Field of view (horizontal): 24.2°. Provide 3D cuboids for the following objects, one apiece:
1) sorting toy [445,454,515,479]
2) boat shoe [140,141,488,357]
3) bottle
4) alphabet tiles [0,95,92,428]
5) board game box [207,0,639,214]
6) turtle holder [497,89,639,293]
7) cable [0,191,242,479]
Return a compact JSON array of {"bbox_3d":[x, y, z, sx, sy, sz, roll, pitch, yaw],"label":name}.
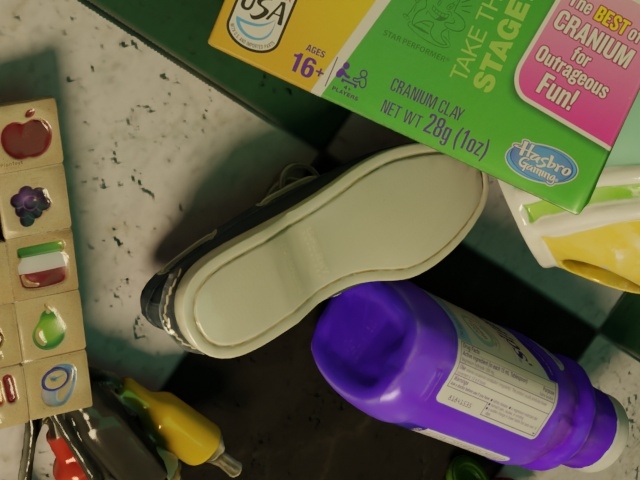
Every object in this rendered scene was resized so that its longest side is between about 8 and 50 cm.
[{"bbox_3d":[0.128,0.218,1.219,0.102,0.061,0.042,27,133,-34],"label":"sorting toy"},{"bbox_3d":[0.000,0.000,0.977,0.254,0.079,0.095,-32,114,-26],"label":"boat shoe"},{"bbox_3d":[0.123,0.109,1.101,0.283,0.118,0.092,25,99,-40],"label":"bottle"},{"bbox_3d":[-0.254,0.032,0.839,0.237,0.009,0.198,-11,114,-20],"label":"alphabet tiles"},{"bbox_3d":[0.106,-0.208,0.840,0.316,0.242,0.064,-67,170,14],"label":"board game box"},{"bbox_3d":[0.237,-0.055,0.979,0.227,0.243,0.320,-23,93,10],"label":"turtle holder"},{"bbox_3d":[-0.169,0.091,0.950,0.139,0.072,0.287,-30,118,0],"label":"cable"}]
